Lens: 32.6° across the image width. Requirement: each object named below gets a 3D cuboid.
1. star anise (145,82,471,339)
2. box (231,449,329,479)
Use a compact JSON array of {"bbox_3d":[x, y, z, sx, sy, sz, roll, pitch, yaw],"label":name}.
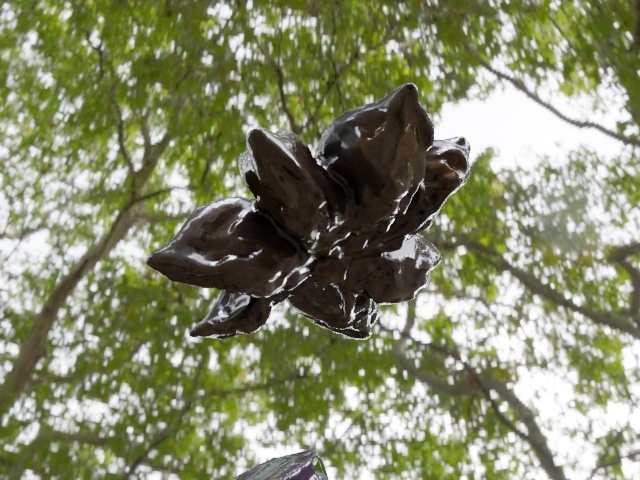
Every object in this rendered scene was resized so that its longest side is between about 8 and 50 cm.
[{"bbox_3d":[0.011,-0.012,0.652,0.212,0.073,0.197,4,-52,-41],"label":"star anise"},{"bbox_3d":[0.003,0.375,0.989,0.097,0.134,0.346,-21,-89,26],"label":"box"}]
